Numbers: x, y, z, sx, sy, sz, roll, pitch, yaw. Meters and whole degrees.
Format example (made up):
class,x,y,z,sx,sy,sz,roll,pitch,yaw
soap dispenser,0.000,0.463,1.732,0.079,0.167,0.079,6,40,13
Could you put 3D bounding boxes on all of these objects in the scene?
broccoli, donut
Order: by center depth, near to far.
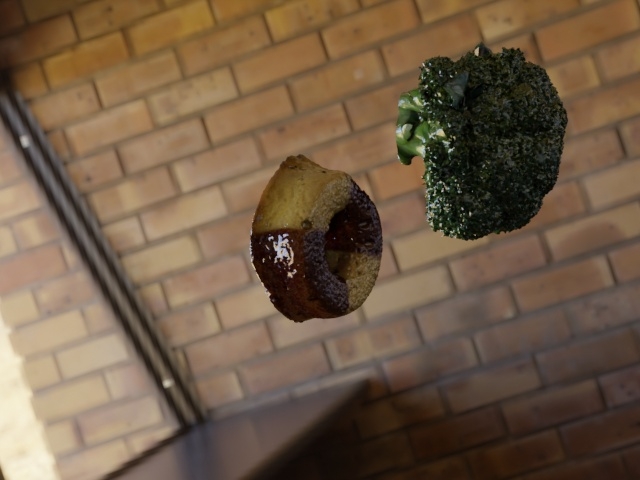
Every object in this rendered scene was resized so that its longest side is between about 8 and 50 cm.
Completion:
class,x,y,z,sx,sy,sz,roll,pitch,yaw
donut,0.000,0.000,1.147,0.059,0.140,0.140,4,13,33
broccoli,0.143,-0.091,1.288,0.156,0.195,0.195,14,13,20
